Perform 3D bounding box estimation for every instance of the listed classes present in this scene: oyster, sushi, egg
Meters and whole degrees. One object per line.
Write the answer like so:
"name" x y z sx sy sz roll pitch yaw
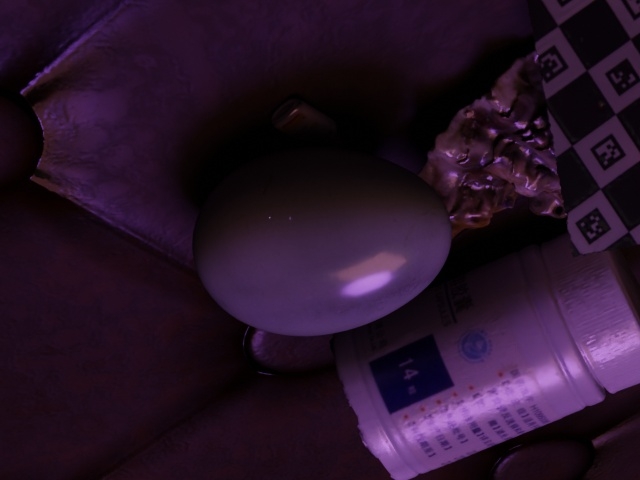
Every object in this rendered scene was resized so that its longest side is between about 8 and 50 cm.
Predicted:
"oyster" 0.269 -0.080 1.484 0.351 0.114 0.238 8 136 -16
"sushi" 0.326 -0.149 1.392 0.264 0.050 0.290 -10 99 -6
"egg" 0.000 0.000 1.428 0.264 0.183 0.183 -4 146 27

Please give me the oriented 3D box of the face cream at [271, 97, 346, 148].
"face cream" -0.008 -0.109 1.444 0.040 0.021 0.083 -38 135 27

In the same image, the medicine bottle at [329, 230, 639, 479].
"medicine bottle" 0.199 0.121 1.640 0.332 0.190 0.190 -24 139 11
